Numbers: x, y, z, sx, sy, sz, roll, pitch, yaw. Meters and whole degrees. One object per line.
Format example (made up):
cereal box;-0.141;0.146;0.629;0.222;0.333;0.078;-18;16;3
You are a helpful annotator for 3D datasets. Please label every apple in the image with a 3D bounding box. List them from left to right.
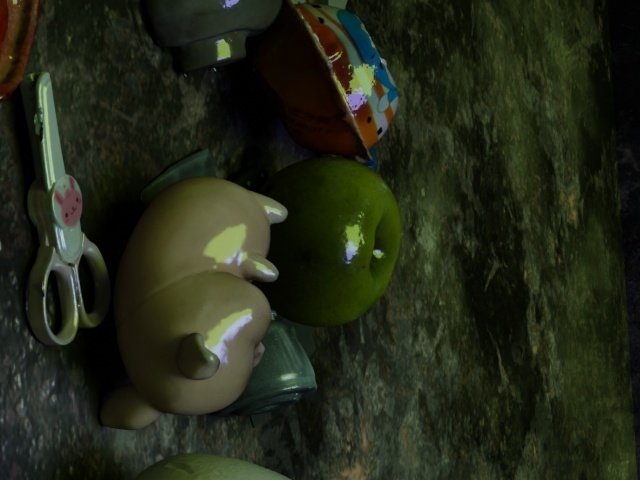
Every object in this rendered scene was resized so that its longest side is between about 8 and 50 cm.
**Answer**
apple;0.000;0.000;1.816;0.196;0.157;0.196;2;90;-68

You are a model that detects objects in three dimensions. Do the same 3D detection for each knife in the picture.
knife;-0.122;-0.059;1.734;0.245;0.019;0.072;-35;117;-60

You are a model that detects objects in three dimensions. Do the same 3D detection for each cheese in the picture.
cheese;0.010;-0.166;1.874;0.217;0.129;0.329;61;-2;22

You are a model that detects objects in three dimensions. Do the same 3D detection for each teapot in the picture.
teapot;-0.085;0.129;1.714;0.111;0.149;0.108;126;-49;-68

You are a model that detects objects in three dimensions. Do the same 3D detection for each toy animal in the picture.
toy animal;-0.119;0.051;1.551;0.166;0.154;0.250;118;-18;-50

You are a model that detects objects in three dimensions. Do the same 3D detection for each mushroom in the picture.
mushroom;-0.103;-0.258;1.718;0.188;0.117;0.141;-22;94;-60

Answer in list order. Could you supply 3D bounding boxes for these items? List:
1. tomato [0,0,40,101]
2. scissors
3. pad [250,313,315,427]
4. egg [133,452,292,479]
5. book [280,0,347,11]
tomato;-0.317;-0.204;1.250;0.228;0.101;0.228;32;52;-52
scissors;-0.236;-0.031;1.465;0.118;0.030;0.242;-32;117;-64
pad;-0.054;0.112;1.866;0.190;0.004;0.127;-50;130;-58
egg;-0.113;0.312;1.508;0.264;0.174;0.286;-27;143;-36
book;-0.015;-0.420;2.003;0.260;0.043;0.371;59;35;-42
